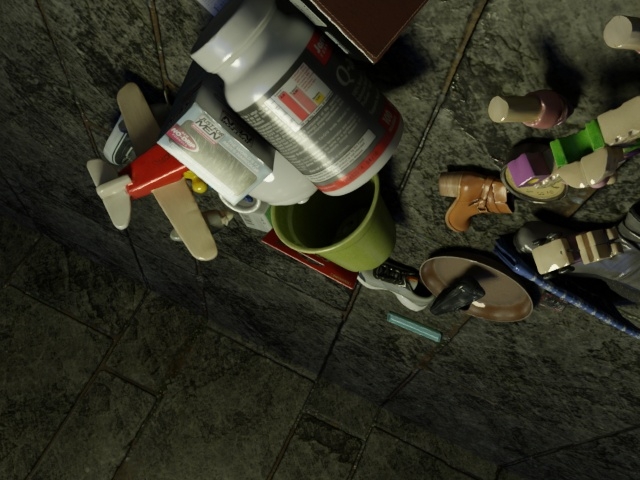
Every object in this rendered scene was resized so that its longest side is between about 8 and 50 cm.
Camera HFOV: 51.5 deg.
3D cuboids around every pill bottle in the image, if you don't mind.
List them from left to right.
[{"bbox_3d":[-0.039,-0.265,1.178,0.363,0.210,0.210,41,153,-26],"label":"pill bottle"}]

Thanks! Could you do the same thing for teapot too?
[{"bbox_3d":[-0.082,-0.162,1.482,0.256,0.252,0.187,20,142,52],"label":"teapot"}]

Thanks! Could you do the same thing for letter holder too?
[{"bbox_3d":[0.025,-0.453,0.995,0.302,0.214,0.152,38,-174,-23],"label":"letter holder"}]

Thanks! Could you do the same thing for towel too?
[{"bbox_3d":[0.552,0.104,1.480,0.336,0.040,0.243,29,-168,-3],"label":"towel"}]

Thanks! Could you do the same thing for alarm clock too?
[{"bbox_3d":[0.432,-0.130,1.263,0.192,0.064,0.129,9,149,40],"label":"alarm clock"}]

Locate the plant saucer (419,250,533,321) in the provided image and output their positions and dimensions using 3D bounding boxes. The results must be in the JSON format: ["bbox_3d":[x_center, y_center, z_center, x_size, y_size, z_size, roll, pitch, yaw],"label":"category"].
[{"bbox_3d":[0.419,0.117,1.774,0.310,0.050,0.310,24,156,11],"label":"plant saucer"}]

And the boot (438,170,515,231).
[{"bbox_3d":[0.350,-0.075,1.451,0.152,0.073,0.197,8,152,29],"label":"boot"}]

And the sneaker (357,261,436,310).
[{"bbox_3d":[0.217,0.107,1.921,0.271,0.100,0.108,27,152,-11],"label":"sneaker"}]

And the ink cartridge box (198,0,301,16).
[{"bbox_3d":[-0.090,-0.420,1.247,0.311,0.065,0.185,42,150,-24],"label":"ink cartridge box"}]

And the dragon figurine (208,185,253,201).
[{"bbox_3d":[-0.302,-0.209,1.850,0.289,0.085,0.144,40,153,-25],"label":"dragon figurine"}]

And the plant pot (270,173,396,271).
[{"bbox_3d":[0.060,-0.050,1.614,0.276,0.276,0.254,12,163,32],"label":"plant pot"}]

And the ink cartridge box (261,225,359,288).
[{"bbox_3d":[0.000,0.000,1.787,0.275,0.239,0.060,28,112,1],"label":"ink cartridge box"}]

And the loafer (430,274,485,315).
[{"bbox_3d":[0.362,0.161,1.770,0.078,0.076,0.223,36,151,0],"label":"loafer"}]

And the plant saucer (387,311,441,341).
[{"bbox_3d":[0.319,0.291,2.255,0.192,0.018,0.067,22,155,15],"label":"plant saucer"}]

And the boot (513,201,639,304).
[{"bbox_3d":[0.580,-0.008,1.324,0.338,0.118,0.223,18,147,7],"label":"boot"}]

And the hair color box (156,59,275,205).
[{"bbox_3d":[-0.182,-0.254,1.304,0.113,0.374,0.185,-38,117,24],"label":"hair color box"}]

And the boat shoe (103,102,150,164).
[{"bbox_3d":[-0.533,-0.284,1.901,0.119,0.121,0.335,38,152,-10],"label":"boat shoe"}]

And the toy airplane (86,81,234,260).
[{"bbox_3d":[-0.375,-0.175,1.666,0.384,0.386,0.272,16,-179,12],"label":"toy airplane"}]

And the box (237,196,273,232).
[{"bbox_3d":[-0.174,-0.091,1.944,0.102,0.087,0.101,15,152,26],"label":"box"}]

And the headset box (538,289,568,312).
[{"bbox_3d":[0.591,0.147,1.670,0.062,0.032,0.083,21,153,15],"label":"headset box"}]

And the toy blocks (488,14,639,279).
[{"bbox_3d":[0.467,-0.136,1.001,0.260,0.309,0.288,-7,166,-34],"label":"toy blocks"}]
